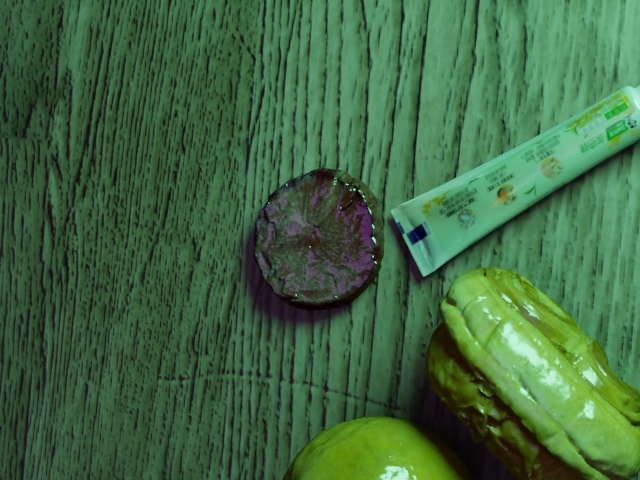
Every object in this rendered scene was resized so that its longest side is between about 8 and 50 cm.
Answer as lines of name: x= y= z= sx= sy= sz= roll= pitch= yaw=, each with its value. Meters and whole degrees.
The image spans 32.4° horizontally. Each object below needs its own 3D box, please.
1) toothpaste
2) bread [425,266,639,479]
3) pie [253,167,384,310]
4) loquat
toothpaste: x=0.217 y=-0.072 z=1.088 sx=0.314 sy=0.058 sz=0.056 roll=-30 pitch=122 yaw=19
bread: x=0.197 y=0.129 z=1.008 sx=0.236 sy=0.198 sz=0.120 roll=47 pitch=107 yaw=14
pie: x=0.000 y=0.000 z=1.165 sx=0.154 sy=0.036 sz=0.154 roll=-1 pitch=88 yaw=19
loquat: x=0.055 y=0.272 z=1.052 sx=0.208 sy=0.208 sz=0.208 roll=-1 pitch=88 yaw=19
